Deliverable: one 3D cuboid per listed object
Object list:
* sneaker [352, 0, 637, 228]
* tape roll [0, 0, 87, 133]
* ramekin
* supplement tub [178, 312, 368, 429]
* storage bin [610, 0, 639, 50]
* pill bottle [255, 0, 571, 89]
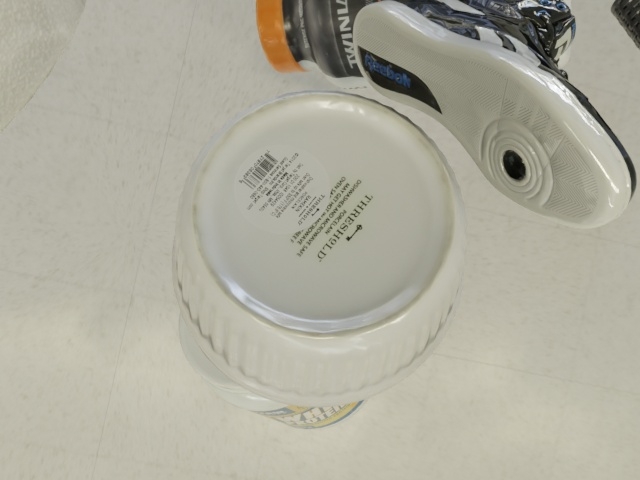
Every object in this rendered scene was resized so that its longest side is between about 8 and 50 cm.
[{"bbox_3d":[0.127,-0.099,0.517,0.121,0.217,0.079,-24,138,-25],"label":"sneaker"},{"bbox_3d":[-0.293,-0.131,0.374,0.392,0.072,0.392,-1,55,2],"label":"tape roll"},{"bbox_3d":[0.000,0.000,0.583,0.207,0.109,0.207,1,70,-2],"label":"ramekin"},{"bbox_3d":[-0.034,0.097,0.835,0.144,0.199,0.144,-7,69,19],"label":"supplement tub"},{"bbox_3d":[0.359,-0.206,0.786,0.180,0.122,0.084,-6,61,-49],"label":"storage bin"},{"bbox_3d":[0.073,-0.192,0.715,0.245,0.130,0.131,-3,91,21],"label":"pill bottle"}]
